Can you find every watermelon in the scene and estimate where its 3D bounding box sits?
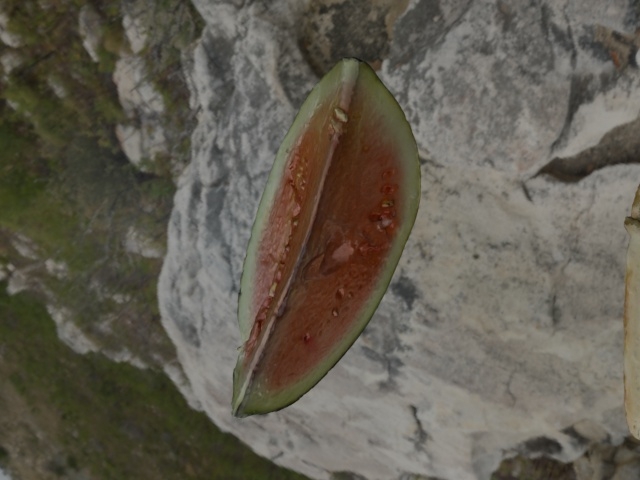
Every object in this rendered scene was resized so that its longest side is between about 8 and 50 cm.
[{"bbox_3d":[-0.015,-0.010,0.613,0.128,0.159,0.303,28,105,32],"label":"watermelon"}]

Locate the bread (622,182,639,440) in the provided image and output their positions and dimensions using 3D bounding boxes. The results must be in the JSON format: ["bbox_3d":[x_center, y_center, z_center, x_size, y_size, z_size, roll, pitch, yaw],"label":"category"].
[{"bbox_3d":[0.611,0.088,0.963,0.279,0.371,0.389,0,98,40],"label":"bread"}]
